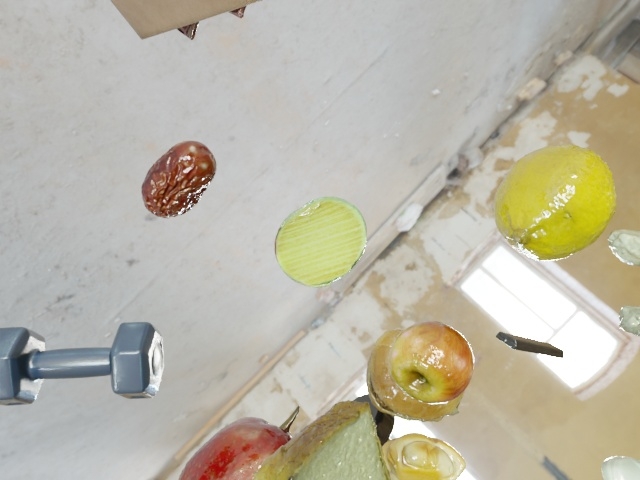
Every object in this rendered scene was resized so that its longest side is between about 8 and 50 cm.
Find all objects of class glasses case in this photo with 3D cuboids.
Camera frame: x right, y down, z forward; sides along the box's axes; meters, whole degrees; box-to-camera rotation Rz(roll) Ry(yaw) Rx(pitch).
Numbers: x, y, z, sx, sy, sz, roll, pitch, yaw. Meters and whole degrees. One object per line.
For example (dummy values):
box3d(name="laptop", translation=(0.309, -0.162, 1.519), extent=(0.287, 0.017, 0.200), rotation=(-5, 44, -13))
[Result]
box3d(name="glasses case", translation=(-0.131, -0.271, 0.519), extent=(0.102, 0.194, 0.070), rotation=(52, 50, -42))

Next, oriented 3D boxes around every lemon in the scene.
box3d(name="lemon", translation=(0.554, -0.085, 1.182), extent=(0.322, 0.268, 0.268), rotation=(-48, 163, -19))

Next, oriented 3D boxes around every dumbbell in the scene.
box3d(name="dumbbell", translation=(-0.482, 0.242, 0.975), extent=(0.326, 0.159, 0.144), rotation=(-2, -173, -2))
box3d(name="dumbbell", translation=(0.214, 0.660, 1.568), extent=(0.204, 0.322, 0.203), rotation=(-39, -165, 13))

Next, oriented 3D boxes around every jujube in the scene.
box3d(name="jujube", translation=(-0.270, -0.117, 0.942), extent=(0.176, 0.109, 0.112), rotation=(-42, -153, 36))

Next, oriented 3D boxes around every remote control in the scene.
box3d(name="remote control", translation=(0.516, 0.256, 1.208), extent=(0.245, 0.063, 0.025), rotation=(17, 98, -38))

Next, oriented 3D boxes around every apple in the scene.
box3d(name="apple", translation=(0.195, 0.208, 0.862), extent=(0.146, 0.146, 0.146), rotation=(-39, 160, -17))

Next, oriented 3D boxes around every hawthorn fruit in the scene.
box3d(name="hawthorn fruit", translation=(-0.152, 0.537, 1.121), extent=(0.368, 0.285, 0.284), rotation=(-57, 167, -25))

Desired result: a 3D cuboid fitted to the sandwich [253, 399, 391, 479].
box3d(name="sandwich", translation=(0.020, 0.414, 0.782), extent=(0.087, 0.250, 0.226), rotation=(-8, -167, 45))

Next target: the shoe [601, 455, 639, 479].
box3d(name="shoe", translation=(0.672, 0.469, 0.942), extent=(0.110, 0.265, 0.095), rotation=(-48, -155, 49))

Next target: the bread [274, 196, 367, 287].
box3d(name="bread", translation=(0.004, 0.003, 1.495), extent=(0.301, 0.301, 0.045), rotation=(-44, 147, -4))

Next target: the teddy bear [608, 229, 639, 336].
box3d(name="teddy bear", translation=(0.700, 0.198, 0.928), extent=(0.375, 0.328, 0.361), rotation=(-128, -134, -71))

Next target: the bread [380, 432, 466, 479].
box3d(name="bread", translation=(0.169, 0.547, 1.062), extent=(0.121, 0.173, 0.311), rotation=(-99, -152, -68))

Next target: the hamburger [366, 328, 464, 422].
box3d(name="hamburger", translation=(0.278, 0.387, 1.427), extent=(0.284, 0.259, 0.144), rotation=(9, 144, -14))
